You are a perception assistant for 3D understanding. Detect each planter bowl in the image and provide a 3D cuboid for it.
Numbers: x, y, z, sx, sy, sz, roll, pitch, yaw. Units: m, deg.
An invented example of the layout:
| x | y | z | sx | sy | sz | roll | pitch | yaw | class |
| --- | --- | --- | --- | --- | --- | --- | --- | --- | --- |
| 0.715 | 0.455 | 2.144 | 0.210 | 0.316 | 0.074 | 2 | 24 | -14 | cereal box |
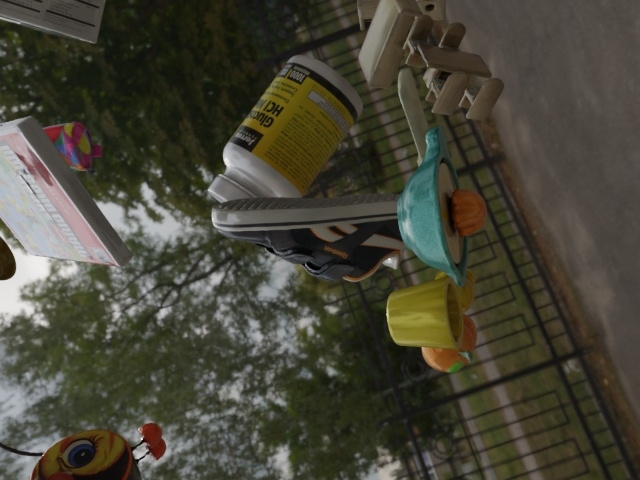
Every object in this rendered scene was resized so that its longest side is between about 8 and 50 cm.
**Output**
| x | y | z | sx | sy | sz | roll | pitch | yaw | class |
| --- | --- | --- | --- | --- | --- | --- | --- | --- | --- |
| -0.888 | 0.041 | 1.656 | 0.217 | 0.090 | 0.217 | 50 | -170 | -12 | planter bowl |

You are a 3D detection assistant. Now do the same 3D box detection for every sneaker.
| x | y | z | sx | sy | sz | roll | pitch | yaw | class |
| --- | --- | --- | --- | --- | --- | --- | --- | --- | --- |
| 0.000 | 0.000 | 0.951 | 0.126 | 0.321 | 0.127 | 25 | 114 | 60 | sneaker |

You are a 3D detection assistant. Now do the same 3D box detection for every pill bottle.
| x | y | z | sx | sy | sz | roll | pitch | yaw | class |
| --- | --- | --- | --- | --- | --- | --- | --- | --- | --- |
| -0.077 | -0.195 | 1.345 | 0.188 | 0.334 | 0.188 | 34 | 173 | 5 | pill bottle |

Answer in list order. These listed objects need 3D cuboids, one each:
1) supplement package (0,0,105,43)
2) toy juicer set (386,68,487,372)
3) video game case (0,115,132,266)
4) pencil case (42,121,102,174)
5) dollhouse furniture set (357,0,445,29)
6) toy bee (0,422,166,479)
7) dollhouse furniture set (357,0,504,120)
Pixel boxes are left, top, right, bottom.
| x | y | z | sx | sy | sz | roll | pitch | yaw | class |
| --- | --- | --- | --- | --- | --- | --- | --- | --- | --- |
| -0.531 | -0.468 | 1.202 | 0.262 | 0.204 | 0.145 | 28 | 105 | 50 | supplement package |
| 0.149 | -0.011 | 0.737 | 0.209 | 0.089 | 0.329 | 49 | -141 | -52 | toy juicer set |
| -0.377 | -0.057 | 0.859 | 0.285 | 0.025 | 0.204 | 3 | 131 | 46 | video game case |
| -0.551 | -0.160 | 1.256 | 0.104 | 0.236 | 0.104 | -9 | -90 | -87 | pencil case |
| 0.168 | -0.551 | 1.395 | 0.129 | 0.183 | 0.129 | 69 | -162 | -65 | dollhouse furniture set |
| -0.200 | 0.225 | 0.551 | 0.298 | 0.162 | 0.195 | 64 | 161 | 17 | toy bee |
| 0.217 | -0.368 | 1.240 | 0.212 | 0.242 | 0.161 | -105 | 27 | -42 | dollhouse furniture set |
